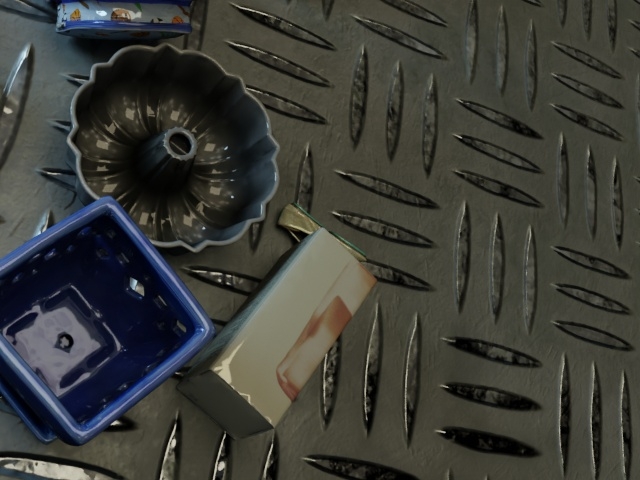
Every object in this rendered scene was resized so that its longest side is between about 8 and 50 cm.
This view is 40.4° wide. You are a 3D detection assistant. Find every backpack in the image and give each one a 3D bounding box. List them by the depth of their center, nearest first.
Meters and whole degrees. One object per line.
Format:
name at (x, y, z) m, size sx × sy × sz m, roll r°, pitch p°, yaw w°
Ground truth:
backpack at (-0.288, -0.404, 1.297) m, size 0.276 × 0.263 × 0.213 m, roll -14°, pitch 99°, yaw -32°

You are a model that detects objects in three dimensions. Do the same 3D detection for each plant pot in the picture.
plant pot at (-0.319, 0.117, 1.126) m, size 0.236 × 0.212 × 0.236 m, roll -40°, pitch 95°, yaw -35°

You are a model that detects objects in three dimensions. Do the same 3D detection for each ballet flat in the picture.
ballet flat at (0.000, 0.000, 1.461) m, size 0.168 × 0.057 × 0.052 m, roll 35°, pitch 87°, yaw -11°

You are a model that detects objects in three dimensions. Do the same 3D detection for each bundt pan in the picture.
bundt pan at (-0.233, -0.123, 1.315) m, size 0.330 × 0.124 × 0.331 m, roll 11°, pitch 67°, yaw -28°

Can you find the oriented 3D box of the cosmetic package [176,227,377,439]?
cosmetic package at (-0.061, 0.139, 1.308) m, size 0.129 × 0.153 × 0.296 m, roll 44°, pitch 58°, yaw -9°
